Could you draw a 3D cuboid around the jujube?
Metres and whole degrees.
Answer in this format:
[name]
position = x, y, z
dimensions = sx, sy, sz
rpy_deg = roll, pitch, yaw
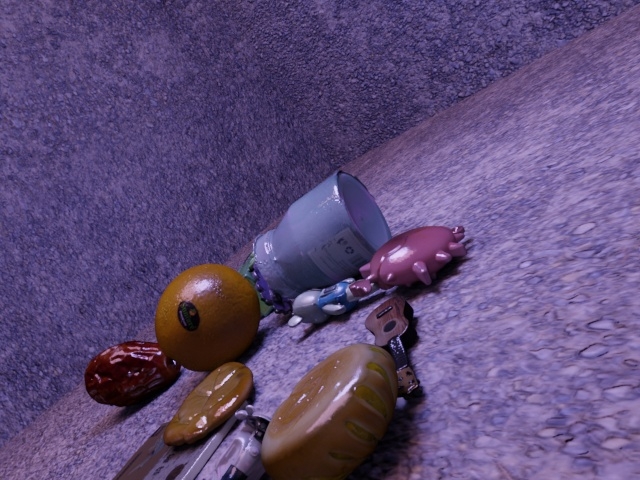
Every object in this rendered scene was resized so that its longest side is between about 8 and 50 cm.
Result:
[jujube]
position = -0.557, 0.391, 1.607
dimensions = 0.290, 0.197, 0.197
rpy_deg = -18, 15, 13

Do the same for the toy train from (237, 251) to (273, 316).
[toy train]
position = -0.166, 0.106, 1.642
dimensions = 0.188, 0.159, 0.271
rpy_deg = -52, 10, 7

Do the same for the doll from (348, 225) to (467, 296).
[doll]
position = 0.172, 0.036, 1.058
dimensions = 0.262, 0.093, 0.211
rpy_deg = -32, 15, -19

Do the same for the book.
[book]
position = -0.297, 0.421, 1.071
dimensions = 0.310, 0.021, 0.217
rpy_deg = -27, 13, 37

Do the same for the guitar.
[guitar]
position = 0.120, 0.165, 0.824
dimensions = 0.084, 0.038, 0.271
rpy_deg = -39, 15, 11

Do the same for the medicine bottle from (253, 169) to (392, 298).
[medicine bottle]
position = 0.000, 0.000, 1.357
dimensions = 0.290, 0.245, 0.245
rpy_deg = -31, 12, 24

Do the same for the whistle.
[whistle]
position = 0.031, 0.130, 1.177
dimensions = 0.236, 0.077, 0.114
rpy_deg = -23, 23, 31

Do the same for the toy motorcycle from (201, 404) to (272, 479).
[toy motorcycle]
position = -0.115, 0.322, 0.748
dimensions = 0.150, 0.102, 0.221
rpy_deg = -54, -2, 29

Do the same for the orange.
[orange]
position = -0.284, 0.195, 1.375
dimensions = 0.274, 0.274, 0.274
rpy_deg = -35, 11, 7

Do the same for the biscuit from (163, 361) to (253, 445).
[biscuit]
position = -0.224, 0.324, 1.105
dimensions = 0.203, 0.041, 0.260
rpy_deg = -33, 12, 13

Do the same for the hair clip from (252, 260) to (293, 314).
[hair clip]
position = -0.117, 0.119, 1.437
dimensions = 0.052, 0.124, 0.195
rpy_deg = -53, 37, 30

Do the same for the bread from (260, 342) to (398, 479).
[bread]
position = 0.021, 0.224, 0.688
dimensions = 0.213, 0.105, 0.213
rpy_deg = -42, 3, 2
